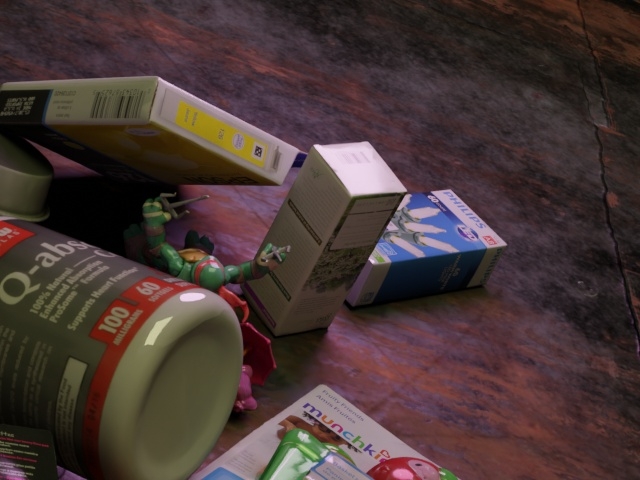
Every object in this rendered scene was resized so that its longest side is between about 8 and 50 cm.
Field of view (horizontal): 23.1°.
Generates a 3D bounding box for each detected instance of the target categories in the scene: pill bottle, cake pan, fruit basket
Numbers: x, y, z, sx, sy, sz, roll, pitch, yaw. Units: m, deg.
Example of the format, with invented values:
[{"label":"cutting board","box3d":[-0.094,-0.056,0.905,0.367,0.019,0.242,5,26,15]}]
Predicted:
[{"label":"pill bottle","box3d":[-0.276,0.096,1.535,0.363,0.210,0.210,19,27,26]},{"label":"cake pan","box3d":[-0.439,-0.119,1.841,0.293,0.054,0.293,30,9,-5]},{"label":"fruit basket","box3d":[0.062,0.280,1.605,0.327,0.165,0.353,35,30,15]}]

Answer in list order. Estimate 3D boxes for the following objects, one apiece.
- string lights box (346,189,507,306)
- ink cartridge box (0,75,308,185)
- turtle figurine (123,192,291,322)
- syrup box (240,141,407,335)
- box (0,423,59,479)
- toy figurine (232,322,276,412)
[{"label":"string lights box","box3d":[0.112,0.007,2.117,0.259,0.077,0.133,-8,43,-42]},{"label":"ink cartridge box","box3d":[-0.192,-0.114,1.908,0.303,0.072,0.307,2,-19,44]},{"label":"turtle figurine","box3d":[-0.145,0.019,1.828,0.175,0.118,0.234,30,-9,-22]},{"label":"syrup box","box3d":[0.000,0.000,1.897,0.093,0.237,0.096,-7,48,-41]},{"label":"box","box3d":[-0.364,0.249,1.352,0.247,0.163,0.142,12,31,-21]},{"label":"toy figurine","box3d":[-0.119,0.145,1.743,0.159,0.130,0.173,11,55,-39]}]
